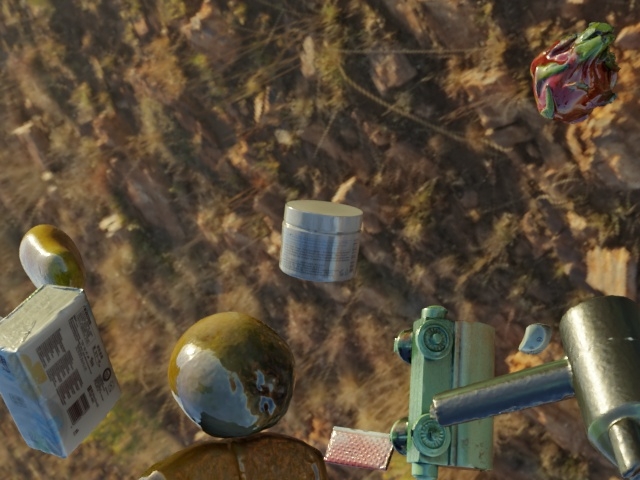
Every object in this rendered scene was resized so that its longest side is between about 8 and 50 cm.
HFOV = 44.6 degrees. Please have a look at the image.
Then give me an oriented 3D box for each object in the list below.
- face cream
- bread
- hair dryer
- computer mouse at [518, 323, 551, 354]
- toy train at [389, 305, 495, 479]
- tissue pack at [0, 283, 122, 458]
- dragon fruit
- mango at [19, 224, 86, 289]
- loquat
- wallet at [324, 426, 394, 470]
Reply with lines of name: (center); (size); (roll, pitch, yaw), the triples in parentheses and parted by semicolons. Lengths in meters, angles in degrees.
face cream: (0.000, 0.000, 1.735); (0.177, 0.177, 0.153); (20, 108, 43)
bread: (-0.126, 0.451, 1.104); (0.148, 0.327, 0.337); (-29, 66, 43)
hair dryer: (0.282, 0.220, 0.969); (0.302, 0.244, 0.116); (-20, 127, 20)
computer mouse: (0.469, 0.226, 1.708); (0.055, 0.032, 0.110); (8, 136, 0)
toy train: (0.216, 0.254, 1.293); (0.116, 0.177, 0.286); (133, 144, -65)
tissue pack: (-0.445, 0.204, 1.257); (0.145, 0.159, 0.230); (9, 128, 25)
dragon fruit: (0.555, -0.361, 1.655); (0.198, 0.200, 0.269); (53, 141, 13)
mango: (-0.467, 0.042, 1.377); (0.227, 0.099, 0.136); (20, 134, 60)
loquat: (-0.122, 0.188, 1.087); (0.179, 0.179, 0.227); (55, 174, 0)
wallet: (0.105, 0.553, 2.075); (0.196, 0.103, 0.020); (-2, 140, 33)
